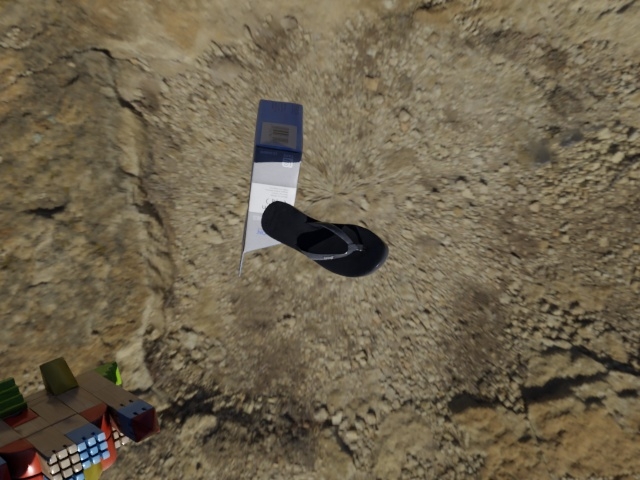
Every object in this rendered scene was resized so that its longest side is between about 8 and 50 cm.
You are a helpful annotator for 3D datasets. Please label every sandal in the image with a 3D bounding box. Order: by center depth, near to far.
[{"bbox_3d":[-0.001,0.001,1.440,0.255,0.054,0.097,19,92,20],"label":"sandal"}]

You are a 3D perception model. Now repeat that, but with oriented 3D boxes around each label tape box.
[{"bbox_3d":[-0.110,-0.114,1.774,0.106,0.240,0.333,7,124,-5],"label":"label tape box"}]

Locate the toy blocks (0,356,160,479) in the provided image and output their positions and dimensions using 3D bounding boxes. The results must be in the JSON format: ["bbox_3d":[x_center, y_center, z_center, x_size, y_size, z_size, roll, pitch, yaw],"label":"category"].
[{"bbox_3d":[-0.452,0.351,1.342,0.382,0.261,0.190,-21,112,-37],"label":"toy blocks"}]
